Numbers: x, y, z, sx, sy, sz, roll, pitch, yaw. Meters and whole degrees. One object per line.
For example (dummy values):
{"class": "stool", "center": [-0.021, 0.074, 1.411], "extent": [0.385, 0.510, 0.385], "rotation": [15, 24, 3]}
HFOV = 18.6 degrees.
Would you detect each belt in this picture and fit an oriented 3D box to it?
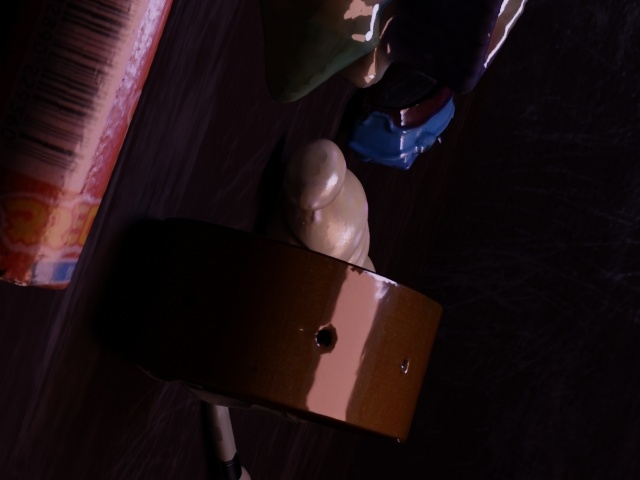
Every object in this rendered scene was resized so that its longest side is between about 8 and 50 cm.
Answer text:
{"class": "belt", "center": [-0.027, 0.074, 1.450], "extent": [0.338, 0.217, 0.122], "rotation": [39, 66, -77]}

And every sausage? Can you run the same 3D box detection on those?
{"class": "sausage", "center": [-0.110, -0.114, 0.942], "extent": [0.074, 0.074, 0.274], "rotation": [4, 105, -81]}

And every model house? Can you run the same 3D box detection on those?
{"class": "model house", "center": [0.036, -0.223, 1.109], "extent": [0.280, 0.245, 0.312], "rotation": [-64, 173, 19]}

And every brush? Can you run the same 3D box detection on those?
{"class": "brush", "center": [-0.094, 0.203, 1.951], "extent": [0.042, 0.039, 0.299], "rotation": [-26, 156, -12]}

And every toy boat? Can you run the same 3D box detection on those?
{"class": "toy boat", "center": [0.092, -0.129, 2.087], "extent": [0.223, 0.100, 0.097], "rotation": [-50, 150, -61]}

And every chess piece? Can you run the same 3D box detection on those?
{"class": "chess piece", "center": [0.000, 0.000, 1.837], "extent": [0.138, 0.124, 0.307], "rotation": [-33, 155, -18]}
